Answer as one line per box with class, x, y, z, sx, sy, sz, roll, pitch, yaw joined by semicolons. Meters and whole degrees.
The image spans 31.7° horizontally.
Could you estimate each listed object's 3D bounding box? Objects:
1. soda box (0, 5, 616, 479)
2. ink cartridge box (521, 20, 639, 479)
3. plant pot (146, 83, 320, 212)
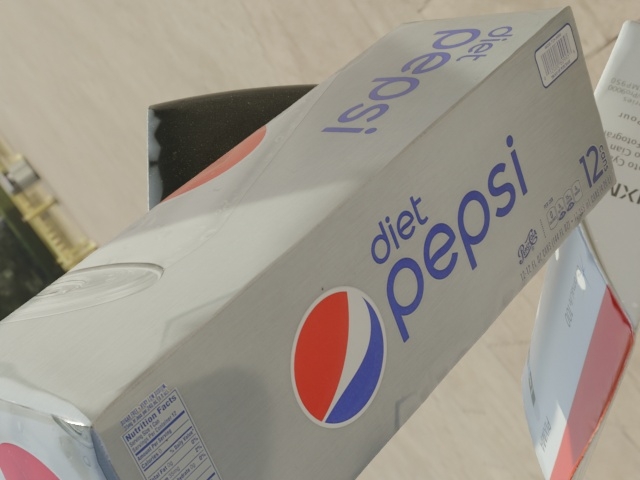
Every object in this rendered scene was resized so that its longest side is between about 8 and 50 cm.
soda box;0.002;0.009;0.439;0.098;0.286;0.091;5;126;44
ink cartridge box;0.180;0.081;0.823;0.091;0.385;0.308;22;148;17
plant pot;0.000;0.000;0.783;0.188;0.167;0.187;50;-152;-52
